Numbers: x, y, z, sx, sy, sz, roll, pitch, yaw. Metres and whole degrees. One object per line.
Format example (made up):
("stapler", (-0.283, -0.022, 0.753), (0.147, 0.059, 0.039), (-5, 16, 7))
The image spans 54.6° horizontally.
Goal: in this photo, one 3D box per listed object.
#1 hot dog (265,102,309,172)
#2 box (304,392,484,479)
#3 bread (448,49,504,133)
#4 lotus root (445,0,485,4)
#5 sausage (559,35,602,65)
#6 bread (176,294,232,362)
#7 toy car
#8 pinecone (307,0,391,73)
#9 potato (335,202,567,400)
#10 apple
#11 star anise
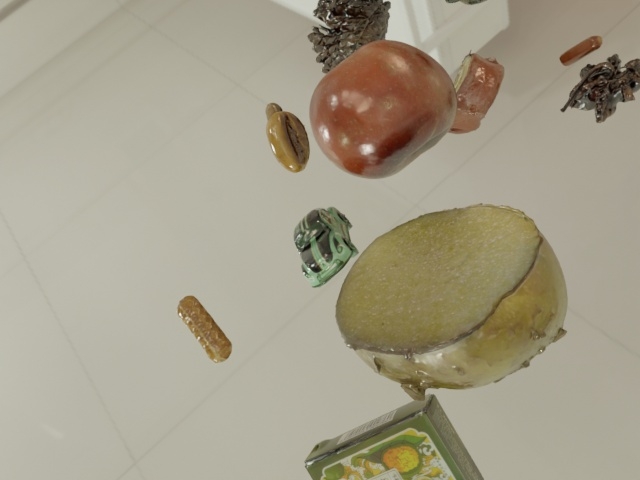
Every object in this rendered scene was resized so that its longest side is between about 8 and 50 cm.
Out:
("hot dog", (-0.067, -0.194, 1.166), (0.060, 0.090, 0.140), (-14, 103, 36))
("box", (0.220, 0.653, 1.580), (0.420, 0.373, 0.138), (59, -160, 2))
("bread", (0.448, -0.440, 1.831), (0.123, 0.244, 0.190), (24, 170, -2))
("lotus root", (0.392, -0.628, 1.504), (0.113, 0.192, 0.088), (20, -124, -62))
("sausage", (0.713, -0.520, 1.695), (0.131, 0.039, 0.041), (155, 106, -65))
("bread", (-0.229, 0.173, 1.221), (0.157, 0.052, 0.044), (47, 177, 23))
("toy car", (0.000, 0.000, 1.561), (0.125, 0.136, 0.306), (44, -165, -16))
("pinecone", (0.091, -0.683, 1.987), (0.242, 0.296, 0.298), (10, 177, 25))
("potato", (0.293, 0.162, 1.287), (0.442, 0.385, 0.319), (-16, 128, 35))
("apple", (0.148, -0.313, 1.502), (0.277, 0.348, 0.348), (52, 171, 8))
("star anise", (0.774, -0.418, 1.653), (0.190, 0.220, 0.126), (21, 152, 32))
